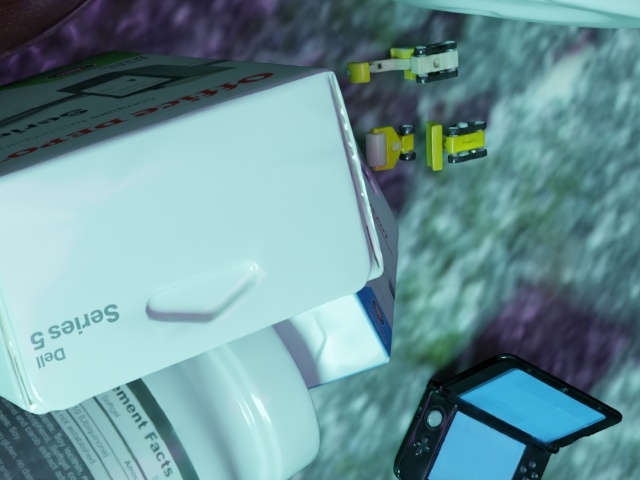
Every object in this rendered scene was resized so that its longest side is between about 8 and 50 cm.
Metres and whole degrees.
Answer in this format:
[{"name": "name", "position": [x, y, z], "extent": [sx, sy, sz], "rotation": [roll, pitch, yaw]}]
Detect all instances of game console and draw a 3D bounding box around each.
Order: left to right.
[{"name": "game console", "position": [0.130, 0.142, 1.193], "extent": [0.122, 0.071, 0.107], "rotation": [29, 82, -30]}]

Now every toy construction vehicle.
[{"name": "toy construction vehicle", "position": [0.063, -0.088, 1.148], "extent": [0.098, 0.035, 0.085], "rotation": [-16, 110, -32]}]

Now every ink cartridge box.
[{"name": "ink cartridge box", "position": [-0.126, -0.018, 0.903], "extent": [0.198, 0.273, 0.114], "rotation": [-22, 107, -27]}, {"name": "ink cartridge box", "position": [0.000, 0.000, 1.071], "extent": [0.060, 0.180, 0.104], "rotation": [-22, 112, 14]}]

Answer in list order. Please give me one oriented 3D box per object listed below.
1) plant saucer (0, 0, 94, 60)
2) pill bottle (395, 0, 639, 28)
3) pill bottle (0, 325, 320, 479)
[{"name": "plant saucer", "position": [-0.190, -0.237, 0.907], "extent": [0.311, 0.050, 0.310], "rotation": [-30, 137, -33]}, {"name": "pill bottle", "position": [0.144, -0.321, 1.062], "extent": [0.204, 0.204, 0.361], "rotation": [4, 95, -31]}, {"name": "pill bottle", "position": [-0.148, 0.141, 0.979], "extent": [0.278, 0.162, 0.162], "rotation": [-31, 111, -25]}]
